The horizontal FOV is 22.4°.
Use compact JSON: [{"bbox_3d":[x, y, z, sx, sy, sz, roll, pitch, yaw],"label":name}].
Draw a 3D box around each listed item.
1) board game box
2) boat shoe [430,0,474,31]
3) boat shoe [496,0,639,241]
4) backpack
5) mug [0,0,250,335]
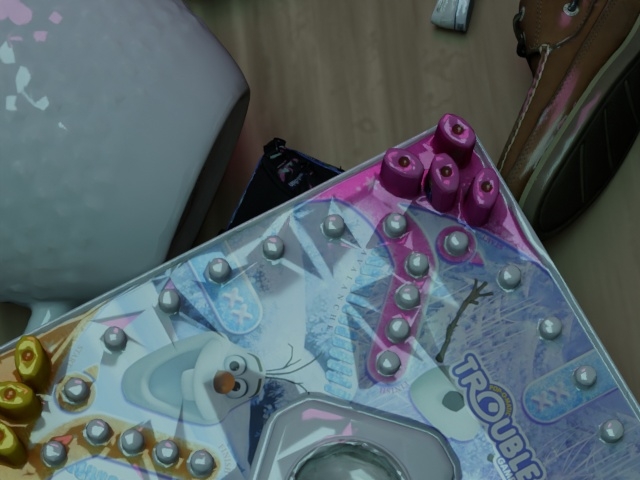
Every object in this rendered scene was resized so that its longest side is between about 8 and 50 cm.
[{"bbox_3d":[0.017,0.161,0.990,0.390,0.050,0.390,-27,75,-8],"label":"board game box"},{"bbox_3d":[0.104,-0.208,1.228,0.035,0.035,0.100,10,79,11],"label":"boat shoe"},{"bbox_3d":[0.190,-0.137,1.155,0.104,0.110,0.307,25,67,22],"label":"boat shoe"},{"bbox_3d":[0.000,0.000,1.146,0.114,0.084,0.105,22,77,22],"label":"backpack"},{"bbox_3d":[-0.249,-0.053,1.117,0.328,0.276,0.374,23,84,2],"label":"mug"}]
